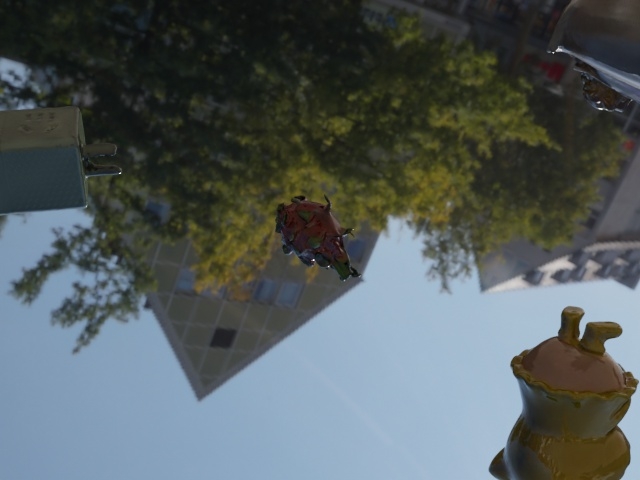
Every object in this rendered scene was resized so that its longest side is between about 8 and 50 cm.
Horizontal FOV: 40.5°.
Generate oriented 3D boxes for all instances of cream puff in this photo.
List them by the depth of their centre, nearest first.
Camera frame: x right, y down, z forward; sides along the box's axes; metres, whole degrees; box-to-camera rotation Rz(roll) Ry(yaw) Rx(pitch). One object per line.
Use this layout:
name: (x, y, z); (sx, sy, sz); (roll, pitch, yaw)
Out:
cream puff: (0.429, -0.253, 1.291); (0.094, 0.122, 0.116); (26, 166, 30)

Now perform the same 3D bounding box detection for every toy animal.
toy animal: (0.276, 0.192, 0.970); (0.156, 0.230, 0.156); (8, -170, -1)

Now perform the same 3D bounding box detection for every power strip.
power strip: (-0.453, -0.138, 1.469); (0.224, 0.139, 0.140); (-6, -147, -11)

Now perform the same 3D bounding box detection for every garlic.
garlic: (0.341, -0.176, 0.816); (0.292, 0.210, 0.237); (26, 158, 26)

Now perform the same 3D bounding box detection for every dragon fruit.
dragon fruit: (0.002, -0.003, 1.892); (0.236, 0.137, 0.135); (42, -116, 3)
